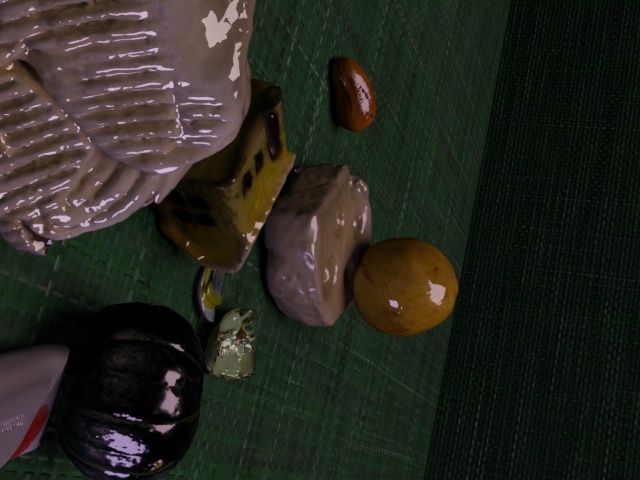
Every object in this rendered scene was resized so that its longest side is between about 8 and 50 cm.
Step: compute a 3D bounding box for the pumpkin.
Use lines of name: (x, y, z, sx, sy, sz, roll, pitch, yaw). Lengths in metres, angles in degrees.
pumpkin: (-0.220, 0.178, 0.941, 0.220, 0.162, 0.220, -167, -90, -75)

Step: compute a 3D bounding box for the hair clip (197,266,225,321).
hair clip: (-0.157, 0.032, 1.264, 0.060, 0.033, 0.188, 56, 48, -55)

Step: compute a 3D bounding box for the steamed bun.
steamed bun: (-0.228, -0.195, 0.728, 0.237, 0.346, 0.394, -89, -157, -53)

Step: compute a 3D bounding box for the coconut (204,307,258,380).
coconut: (-0.146, 0.169, 1.302, 0.158, 0.055, 0.133, 63, 38, -56)

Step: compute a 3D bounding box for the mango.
mango: (0.073, -0.307, 1.658, 0.105, 0.084, 0.159, -58, 148, -56)

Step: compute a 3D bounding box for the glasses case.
glasses case: (-0.352, 0.184, 0.770, 0.308, 0.083, 0.128, -12, 107, -66)

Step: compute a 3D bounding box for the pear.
pear: (0.172, 0.091, 1.580, 0.209, 0.209, 0.209, 7, 90, -68)

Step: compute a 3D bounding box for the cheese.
cheese: (0.000, 0.000, 1.526, 0.326, 0.115, 0.318, 49, 52, -64)

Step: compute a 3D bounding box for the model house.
model house: (-0.143, -0.086, 1.126, 0.234, 0.174, 0.193, 84, 23, -53)
